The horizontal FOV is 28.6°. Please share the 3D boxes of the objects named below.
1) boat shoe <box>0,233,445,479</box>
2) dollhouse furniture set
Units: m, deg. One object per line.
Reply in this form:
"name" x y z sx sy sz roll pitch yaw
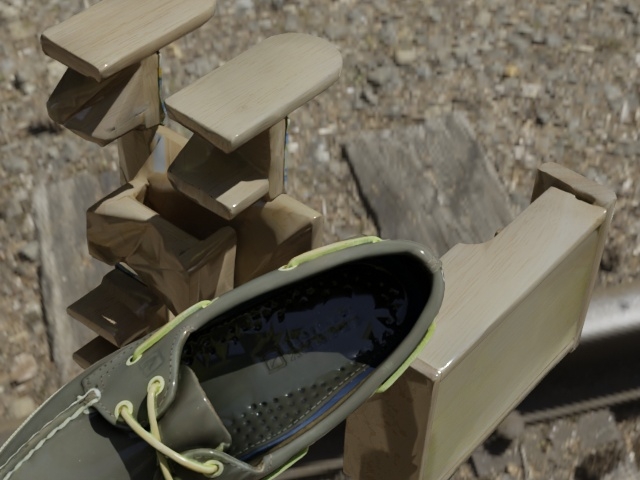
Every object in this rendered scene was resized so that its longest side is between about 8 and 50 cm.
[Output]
"boat shoe" -0.063 0.089 0.684 0.305 0.091 0.109 -32 84 -16
"dollhouse furniture set" 0.000 0.000 1.049 0.394 0.362 0.256 30 47 27
